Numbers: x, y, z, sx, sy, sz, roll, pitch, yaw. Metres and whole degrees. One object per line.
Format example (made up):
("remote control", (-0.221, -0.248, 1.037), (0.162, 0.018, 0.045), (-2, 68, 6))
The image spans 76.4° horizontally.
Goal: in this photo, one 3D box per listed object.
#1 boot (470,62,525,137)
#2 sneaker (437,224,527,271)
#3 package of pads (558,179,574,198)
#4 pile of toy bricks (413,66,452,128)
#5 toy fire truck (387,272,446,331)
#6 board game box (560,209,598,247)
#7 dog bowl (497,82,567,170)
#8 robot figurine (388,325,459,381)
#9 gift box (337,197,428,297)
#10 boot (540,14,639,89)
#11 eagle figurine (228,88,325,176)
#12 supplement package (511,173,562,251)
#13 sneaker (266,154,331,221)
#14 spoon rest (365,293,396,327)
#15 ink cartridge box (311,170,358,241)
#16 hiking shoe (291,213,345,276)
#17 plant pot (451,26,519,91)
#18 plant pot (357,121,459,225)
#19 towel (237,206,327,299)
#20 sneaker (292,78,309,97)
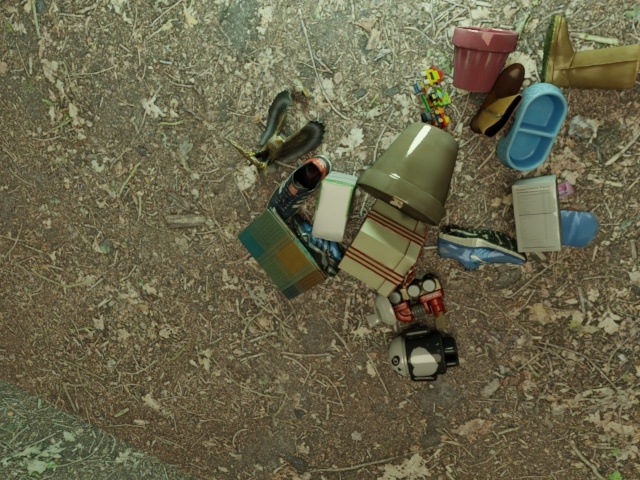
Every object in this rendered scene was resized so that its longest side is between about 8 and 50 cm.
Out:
("boot", (0.587, -0.459, 1.307), (0.096, 0.280, 0.264), (40, 110, -1))
("sneaker", (0.606, 0.043, 1.544), (0.329, 0.130, 0.147), (13, 122, 12))
("package of pads", (0.857, -0.176, 1.461), (0.083, 0.032, 0.050), (-28, 98, 18))
("pile of toy bricks", (0.417, -0.495, 1.441), (0.105, 0.118, 0.212), (-18, 85, -12))
("toy fire truck", (0.408, 0.278, 1.640), (0.216, 0.158, 0.247), (-22, 89, 17))
("board game box", (0.913, -0.047, 1.487), (0.168, 0.033, 0.133), (7, 112, 15))
("dog bowl", (0.722, -0.373, 1.381), (0.165, 0.074, 0.297), (12, 120, 2))
("robot figurine", (0.416, 0.466, 1.660), (0.278, 0.173, 0.209), (-9, 69, 14))
("gift box", (0.249, 0.027, 1.493), (0.258, 0.255, 0.276), (31, 139, 1))
("boot", (0.872, -0.607, 1.312), (0.269, 0.089, 0.236), (1, 118, 13))
("eagle figurine", (-0.155, -0.389, 1.561), (0.298, 0.225, 0.226), (-48, 137, -9))
("supplement package", (0.766, -0.096, 1.432), (0.139, 0.134, 0.244), (-3, 106, 33))
("sneaker", (-0.106, -0.196, 1.600), (0.131, 0.148, 0.350), (42, 110, -2))
("spoon rest", (0.249, 0.285, 1.624), (0.084, 0.276, 0.137), (-20, 72, -13))
("ink cartridge box", (0.060, -0.134, 1.515), (0.117, 0.278, 0.202), (12, 108, 5))
("hiking shoe", (0.000, 0.000, 1.671), (0.132, 0.113, 0.304), (-39, 94, -6))
("plant pot", (0.522, -0.596, 1.341), (0.201, 0.201, 0.180), (11, 123, 9))
("plant pot", (0.333, -0.247, 1.434), (0.323, 0.323, 0.281), (28, 93, 3))
("towel", (-0.166, 0.063, 1.704), (0.271, 0.040, 0.370), (-33, 99, 41))
("sneaker", (-0.076, -0.575, 1.552), (0.037, 0.032, 0.083), (-35, 91, 32))
